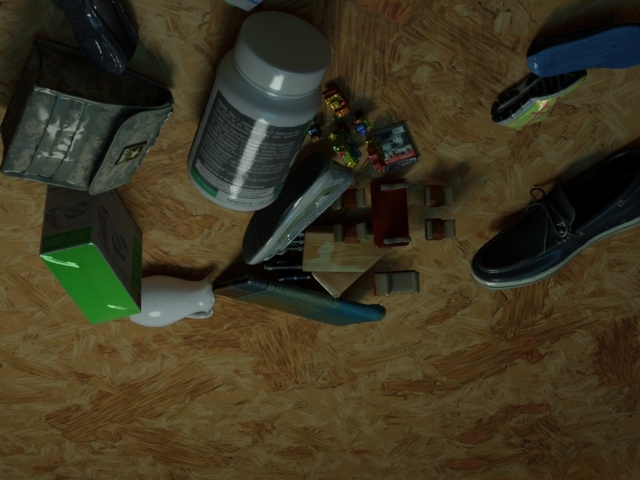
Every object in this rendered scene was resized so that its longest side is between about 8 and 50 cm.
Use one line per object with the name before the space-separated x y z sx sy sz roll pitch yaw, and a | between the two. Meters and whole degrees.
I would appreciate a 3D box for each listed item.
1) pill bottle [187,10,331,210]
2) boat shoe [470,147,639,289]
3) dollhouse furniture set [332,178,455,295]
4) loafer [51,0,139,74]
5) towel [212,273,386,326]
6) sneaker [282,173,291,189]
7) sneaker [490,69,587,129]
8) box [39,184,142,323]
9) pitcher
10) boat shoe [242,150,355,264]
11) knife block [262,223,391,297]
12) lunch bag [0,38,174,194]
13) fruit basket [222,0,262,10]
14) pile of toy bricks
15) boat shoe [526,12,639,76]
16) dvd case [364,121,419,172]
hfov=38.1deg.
pill bottle | -0.119 -0.242 1.770 0.204 0.204 0.361 10 139 -18
boat shoe | 0.553 -0.054 2.101 0.500 0.187 0.156 -29 130 18
dollhouse furniture set | 0.160 -0.007 2.081 0.261 0.259 0.135 -3 -179 -8
loafer | -0.407 -0.433 1.617 0.109 0.095 0.303 11 143 28
towel | -0.056 0.147 2.282 0.370 0.040 0.271 17 165 -23
sneaker | -0.128 -0.118 2.036 0.135 0.052 0.058 7 143 -15
sneaker | 0.454 -0.292 1.886 0.208 0.082 0.094 -28 143 34
box | -0.490 0.009 2.003 0.126 0.231 0.262 -12 139 7
pitcher | -0.366 0.158 2.287 0.207 0.126 0.178 -6 148 -8
boat shoe | -0.057 -0.056 2.007 0.103 0.118 0.320 23 121 -33
knife block | 0.000 0.000 2.150 0.275 0.088 0.242 -42 107 4
lunch bag | -0.447 -0.221 1.791 0.286 0.169 0.235 12 134 -31
fruit basket | -0.049 -0.499 1.428 0.353 0.166 0.327 -22 177 16
pile of toy bricks | 0.048 -0.203 1.900 0.118 0.105 0.212 -24 131 20
boat shoe | 0.524 -0.385 1.773 0.258 0.089 0.109 -3 127 5
dvd case | 0.155 -0.200 2.001 0.087 0.013 0.119 -18 139 14
